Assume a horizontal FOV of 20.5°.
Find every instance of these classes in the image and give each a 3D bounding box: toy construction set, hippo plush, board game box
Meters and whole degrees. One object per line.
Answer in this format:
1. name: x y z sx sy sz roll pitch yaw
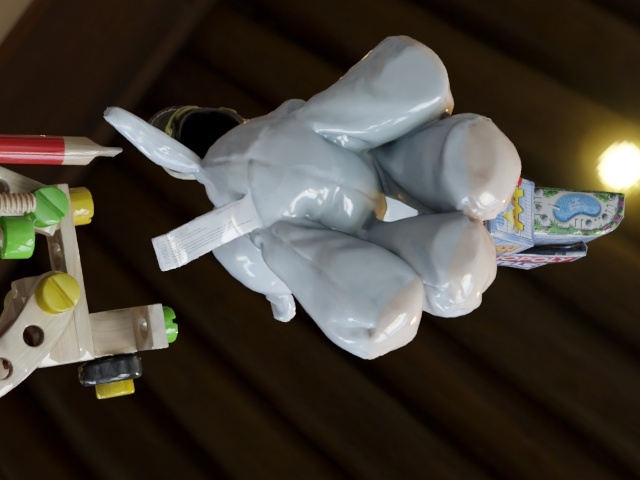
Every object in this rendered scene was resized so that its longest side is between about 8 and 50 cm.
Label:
1. toy construction set: -0.231 0.015 1.558 0.309 0.237 0.257 123 -40 -51
2. hippo plush: 0.000 0.000 1.397 0.294 0.236 0.234 -18 -104 -14
3. board game box: 0.161 -0.012 1.567 0.194 0.194 0.060 149 -57 -71

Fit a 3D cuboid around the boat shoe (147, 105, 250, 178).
1. boat shoe: -0.109 -0.099 1.729 0.081 0.068 0.228 -45 -145 -14
